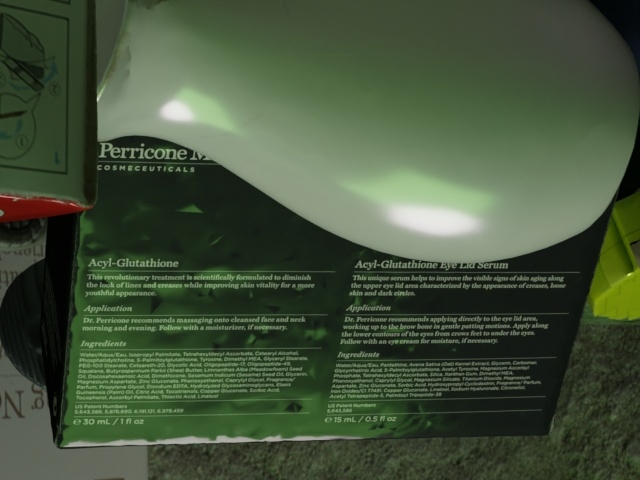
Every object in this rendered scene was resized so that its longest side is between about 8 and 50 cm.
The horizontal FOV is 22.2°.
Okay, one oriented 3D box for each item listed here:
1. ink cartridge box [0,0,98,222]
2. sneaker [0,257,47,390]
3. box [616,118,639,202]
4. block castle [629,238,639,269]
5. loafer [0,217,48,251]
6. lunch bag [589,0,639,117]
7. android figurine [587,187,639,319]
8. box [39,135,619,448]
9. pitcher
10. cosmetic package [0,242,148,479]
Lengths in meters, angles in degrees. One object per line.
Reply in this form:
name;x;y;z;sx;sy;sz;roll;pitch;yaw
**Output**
ink cartridge box;-0.262;-0.069;0.444;0.309;0.130;0.271;5;173;-44
sneaker;-0.036;0.044;1.025;0.319;0.112;0.131;-5;177;-2
box;0.132;-0.040;1.108;0.232;0.058;0.322;-6;173;34
block castle;0.358;0.043;0.761;0.303;0.213;0.453;-26;168;23
loafer;-0.197;-0.032;0.938;0.087;0.094;0.251;-8;172;20
lunch bag;0.152;-0.084;0.674;0.065;0.067;0.098;4;175;-32
android figurine;0.267;-0.019;1.005;0.272;0.056;0.248;-19;163;5
box;0.000;0.000;0.810;0.261;0.184;0.103;1;-145;-16
pitcher;0.005;-0.068;0.650;0.207;0.125;0.178;11;-169;-17
cosmetic package;-0.339;0.140;1.104;0.327;0.394;0.329;-6;173;36
